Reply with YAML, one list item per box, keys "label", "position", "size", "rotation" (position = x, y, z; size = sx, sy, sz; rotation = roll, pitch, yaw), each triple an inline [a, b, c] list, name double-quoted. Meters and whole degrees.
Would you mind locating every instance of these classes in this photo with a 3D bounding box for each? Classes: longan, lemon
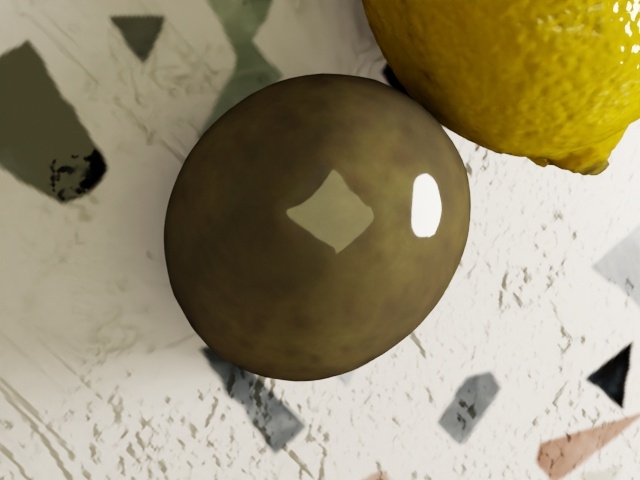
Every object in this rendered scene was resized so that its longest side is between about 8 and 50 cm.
- label: "longan"
  position: [0.000, 0.000, 0.901]
  size: [0.185, 0.159, 0.204]
  rotation: [-28, 144, -27]
- label: "lemon"
  position: [0.117, -0.151, 0.912]
  size: [0.188, 0.188, 0.257]
  rotation: [-36, 112, -15]
